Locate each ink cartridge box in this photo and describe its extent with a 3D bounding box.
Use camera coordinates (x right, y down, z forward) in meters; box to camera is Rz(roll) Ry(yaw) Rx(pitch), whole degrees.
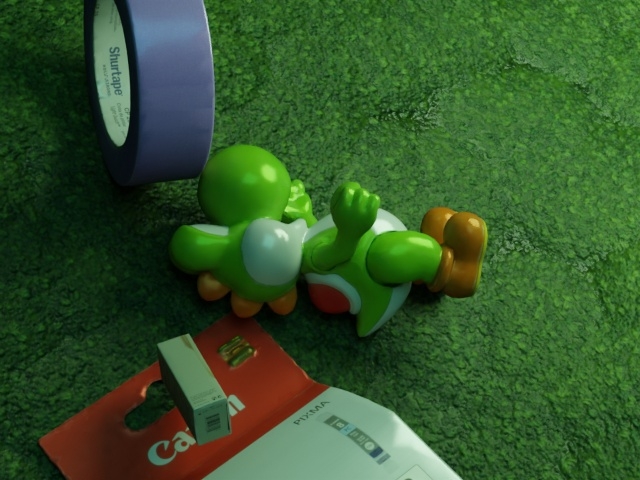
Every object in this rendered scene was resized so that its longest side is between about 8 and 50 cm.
[{"bbox_3d":[-0.068,0.250,1.596,0.308,0.091,0.385,-33,65,-30],"label":"ink cartridge box"}]

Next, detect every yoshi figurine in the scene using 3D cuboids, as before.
[{"bbox_3d":[0.003,-0.027,1.758,0.362,0.203,0.203,3,45,-12],"label":"yoshi figurine"}]

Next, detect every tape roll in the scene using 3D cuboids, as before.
[{"bbox_3d":[-0.205,-0.204,1.735,0.090,0.275,0.275,-8,64,-20],"label":"tape roll"}]

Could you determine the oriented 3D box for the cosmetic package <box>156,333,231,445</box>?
[{"bbox_3d":[-0.139,0.162,1.623,0.041,0.060,0.115,-18,44,-17],"label":"cosmetic package"}]
